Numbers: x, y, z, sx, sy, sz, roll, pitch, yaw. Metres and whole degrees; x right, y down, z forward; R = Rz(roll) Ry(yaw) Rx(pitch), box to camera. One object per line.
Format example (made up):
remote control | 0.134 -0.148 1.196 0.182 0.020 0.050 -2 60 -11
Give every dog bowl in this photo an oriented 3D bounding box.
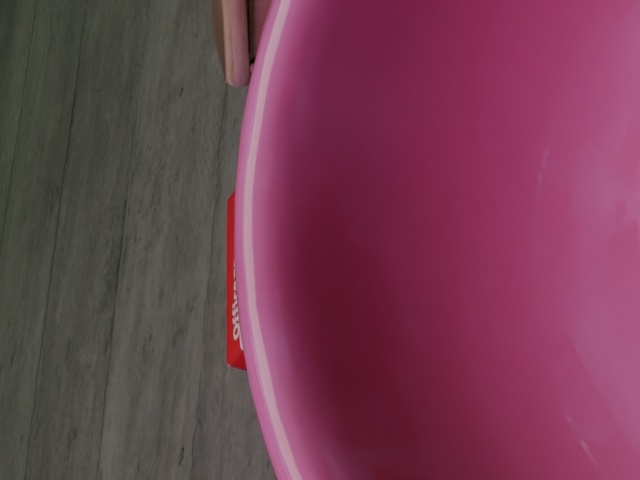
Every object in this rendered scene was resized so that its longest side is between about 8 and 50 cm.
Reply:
dog bowl | 0.149 -0.011 0.472 0.408 0.150 0.408 -6 80 40

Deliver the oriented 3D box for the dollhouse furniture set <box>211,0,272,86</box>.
dollhouse furniture set | 0.066 -0.027 0.788 0.355 0.174 0.303 -107 11 -45

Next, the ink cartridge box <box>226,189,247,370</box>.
ink cartridge box | 0.000 0.000 1.173 0.231 0.078 0.134 129 148 -48
